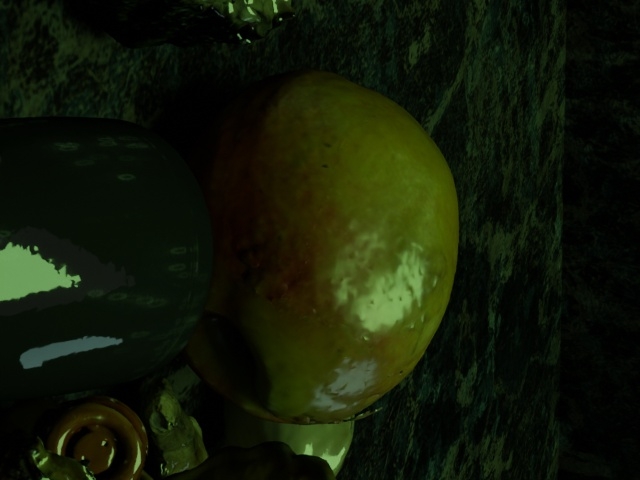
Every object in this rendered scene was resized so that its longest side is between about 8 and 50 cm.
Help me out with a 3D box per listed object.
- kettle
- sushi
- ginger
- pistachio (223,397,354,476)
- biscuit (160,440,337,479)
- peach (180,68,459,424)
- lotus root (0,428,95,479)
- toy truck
[{"bbox_3d":[-0.250,0.043,0.820,0.290,0.207,0.268,-10,135,-60],"label":"kettle"},{"bbox_3d":[-0.131,-0.272,0.976,0.350,0.170,0.211,9,89,-68],"label":"sushi"},{"bbox_3d":[-0.140,0.252,1.266,0.334,0.081,0.148,75,28,-47],"label":"ginger"},{"bbox_3d":[-0.042,0.200,1.372,0.223,0.152,0.126,64,0,40],"label":"pistachio"},{"bbox_3d":[-0.078,0.358,1.071,0.335,0.329,0.078,60,6,35],"label":"biscuit"},{"bbox_3d":[-0.001,0.001,1.221,0.372,0.289,0.373,18,61,-36],"label":"peach"},{"bbox_3d":[-0.286,0.238,0.785,0.314,0.169,0.141,-36,170,-14],"label":"lotus root"},{"bbox_3d":[-0.178,0.266,0.965,0.212,0.288,0.204,-49,-174,-16],"label":"toy truck"}]
